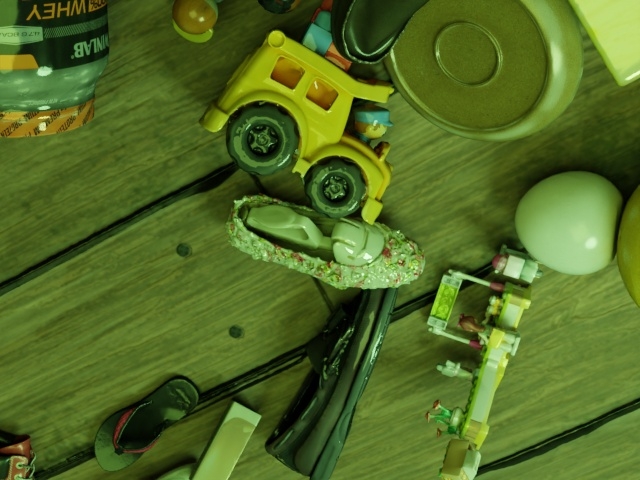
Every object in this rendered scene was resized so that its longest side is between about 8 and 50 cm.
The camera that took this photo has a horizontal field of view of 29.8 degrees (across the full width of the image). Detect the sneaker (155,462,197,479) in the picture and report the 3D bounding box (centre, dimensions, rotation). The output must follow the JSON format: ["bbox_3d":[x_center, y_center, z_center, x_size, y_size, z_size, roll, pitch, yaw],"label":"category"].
[{"bbox_3d":[-0.124,0.417,1.582,0.118,0.110,0.292,-36,104,9],"label":"sneaker"}]

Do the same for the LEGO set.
[{"bbox_3d":[0.167,0.139,1.415,0.107,0.132,0.286,19,91,5],"label":"LEGO set"}]

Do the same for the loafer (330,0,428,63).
[{"bbox_3d":[0.077,-0.261,1.197,0.080,0.078,0.220,8,128,-27],"label":"loafer"}]

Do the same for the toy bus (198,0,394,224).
[{"bbox_3d":[0.007,-0.150,1.326,0.220,0.149,0.211,31,96,-8],"label":"toy bus"}]

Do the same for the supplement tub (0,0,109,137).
[{"bbox_3d":[-0.324,-0.280,1.273,0.194,0.193,0.315,3,113,6],"label":"supplement tub"}]

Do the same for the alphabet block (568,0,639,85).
[{"bbox_3d":[0.329,-0.297,1.189,0.197,0.193,0.192,-31,104,17],"label":"alphabet block"}]

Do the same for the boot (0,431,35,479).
[{"bbox_3d":[-0.379,0.357,1.596,0.244,0.088,0.176,30,111,-2],"label":"boot"}]

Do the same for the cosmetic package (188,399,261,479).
[{"bbox_3d":[-0.120,0.260,1.511,0.041,0.060,0.115,29,82,-5],"label":"cosmetic package"}]

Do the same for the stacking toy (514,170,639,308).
[{"bbox_3d":[0.440,0.010,1.272,0.480,0.350,0.350,10,113,19],"label":"stacking toy"}]

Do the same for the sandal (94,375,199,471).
[{"bbox_3d":[-0.231,0.240,1.552,0.179,0.040,0.067,-40,102,19],"label":"sandal"}]

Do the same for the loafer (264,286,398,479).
[{"bbox_3d":[0.010,0.164,1.462,0.095,0.109,0.302,20,116,3],"label":"loafer"}]

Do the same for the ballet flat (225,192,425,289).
[{"bbox_3d":[0.000,0.000,1.383,0.241,0.091,0.077,10,156,12],"label":"ballet flat"}]

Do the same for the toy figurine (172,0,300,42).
[{"bbox_3d":[-0.116,-0.307,1.203,0.213,0.148,0.209,-4,149,39],"label":"toy figurine"}]

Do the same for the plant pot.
[{"bbox_3d":[0.160,-0.202,1.279,0.236,0.032,0.236,19,132,22],"label":"plant pot"}]
